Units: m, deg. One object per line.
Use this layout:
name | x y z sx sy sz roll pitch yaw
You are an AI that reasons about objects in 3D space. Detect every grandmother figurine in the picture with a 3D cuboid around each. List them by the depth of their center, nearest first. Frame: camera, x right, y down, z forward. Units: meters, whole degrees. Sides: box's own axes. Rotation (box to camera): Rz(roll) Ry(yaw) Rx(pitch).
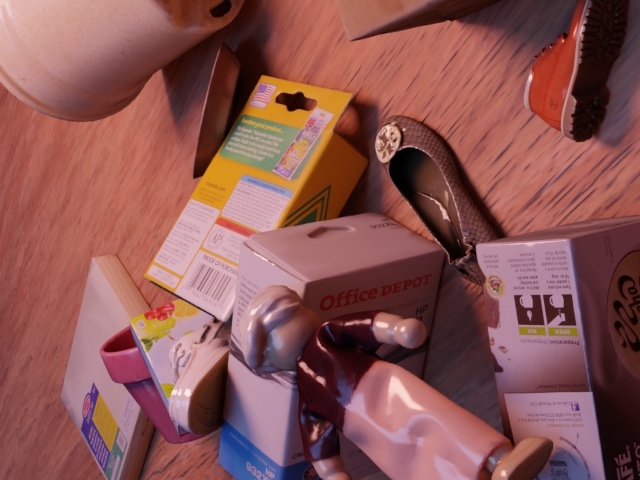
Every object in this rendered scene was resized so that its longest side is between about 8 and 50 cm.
grandmother figurine | 0.044 0.155 0.951 0.342 0.104 0.208 36 105 33

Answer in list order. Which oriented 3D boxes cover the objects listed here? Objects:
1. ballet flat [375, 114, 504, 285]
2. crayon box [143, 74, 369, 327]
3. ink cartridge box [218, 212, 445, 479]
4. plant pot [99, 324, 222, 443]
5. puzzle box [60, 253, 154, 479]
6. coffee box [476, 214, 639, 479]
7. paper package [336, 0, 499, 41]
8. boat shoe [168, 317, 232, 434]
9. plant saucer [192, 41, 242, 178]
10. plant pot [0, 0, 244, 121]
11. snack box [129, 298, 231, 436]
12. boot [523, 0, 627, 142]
ballet flat | 0.129 -0.048 1.132 0.250 0.058 0.084 59 138 25
crayon box | -0.074 -0.048 1.288 0.203 0.083 0.323 22 80 49
ink cartridge box | 0.011 0.141 1.197 0.129 0.223 0.307 31 122 43
plant pot | -0.221 0.212 1.566 0.201 0.201 0.180 -6 110 53
puzzle box | -0.399 0.264 1.909 0.272 0.052 0.409 50 135 32
coffee box | 0.260 0.134 0.917 0.119 0.168 0.297 -6 94 53
paper package | 0.124 -0.392 0.933 0.309 0.168 0.325 -13 96 53
boat shoe | -0.149 0.162 1.258 0.096 0.277 0.098 11 105 9
plant saucer | -0.143 -0.181 1.405 0.198 0.036 0.199 -168 90 -87
plant pot | -0.284 -0.366 1.410 0.305 0.334 0.334 -11 90 43
snack box | -0.143 0.156 1.414 0.174 0.207 0.070 60 162 25
boot | 0.241 -0.183 0.956 0.084 0.059 0.158 40 130 46
